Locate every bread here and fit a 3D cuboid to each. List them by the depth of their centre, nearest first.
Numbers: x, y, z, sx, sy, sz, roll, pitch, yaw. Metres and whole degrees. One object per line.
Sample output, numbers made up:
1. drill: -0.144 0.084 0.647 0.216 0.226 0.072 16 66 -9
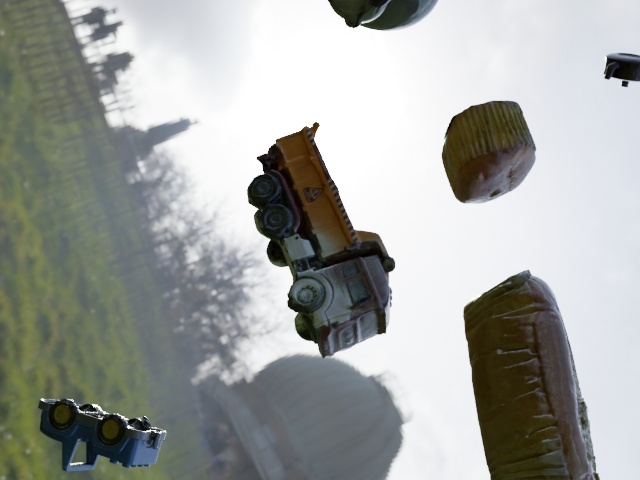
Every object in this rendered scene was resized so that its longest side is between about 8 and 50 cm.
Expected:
1. bread: 0.233 0.182 1.199 0.288 0.119 0.152 -92 159 -45
2. bread: 0.263 -0.131 1.694 0.190 0.132 0.114 89 -15 -72

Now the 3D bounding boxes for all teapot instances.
1. teapot: 0.432 -0.237 1.514 0.068 0.100 0.045 31 -59 46

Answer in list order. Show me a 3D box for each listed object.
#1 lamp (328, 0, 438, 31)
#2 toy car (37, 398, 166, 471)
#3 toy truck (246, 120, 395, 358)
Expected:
1. lamp: 0.091 -0.416 1.707 0.197 0.244 0.198 7 -69 20
2. toy car: -0.325 0.293 1.583 0.191 0.100 0.097 14 -6 19
3. toy truck: 0.000 0.000 1.319 0.114 0.135 0.270 80 -11 -63
